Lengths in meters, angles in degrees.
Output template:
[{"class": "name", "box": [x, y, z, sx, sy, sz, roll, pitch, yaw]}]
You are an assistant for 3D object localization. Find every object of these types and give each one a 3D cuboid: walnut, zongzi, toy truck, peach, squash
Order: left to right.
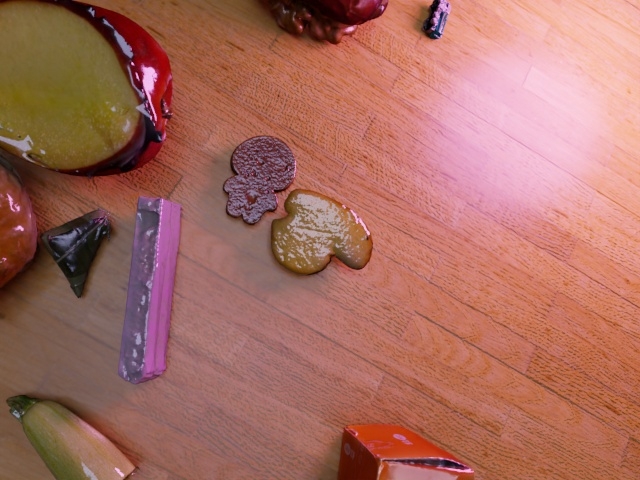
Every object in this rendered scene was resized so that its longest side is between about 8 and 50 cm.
[{"class": "squash", "box": [-0.388, 0.309, 0.691, 0.224, 0.094, 0.094, 40, 75, 6]}, {"class": "peach", "box": [-0.401, -0.241, 0.736, 0.361, 0.201, 0.258, 6, 105, 0]}, {"class": "zongzi", "box": [-0.383, 0.018, 0.764, 0.109, 0.055, 0.119, -33, 105, -27]}, {"class": "walnut", "box": [0.009, -0.505, 0.866, 0.269, 0.222, 0.244, 30, 107, -12]}, {"class": "toy truck", "box": [0.252, -0.477, 0.983, 0.044, 0.039, 0.083, 25, 76, -22]}]

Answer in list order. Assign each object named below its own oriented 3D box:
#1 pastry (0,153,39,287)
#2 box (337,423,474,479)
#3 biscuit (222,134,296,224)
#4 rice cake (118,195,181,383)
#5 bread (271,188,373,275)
[{"class": "pastry", "box": [-0.584, -0.020, 0.641, 0.329, 0.136, 0.330, -5, 102, -23]}, {"class": "box", "box": [0.103, 0.468, 0.672, 0.143, 0.225, 0.342, 11, 78, -7]}, {"class": "biscuit", "box": [-0.116, -0.115, 0.847, 0.124, 0.026, 0.175, 25, 75, -4]}, {"class": "rice cake", "box": [-0.273, 0.073, 0.740, 0.050, 0.106, 0.298, 2, 79, -1]}, {"class": "bread", "box": [0.000, 0.000, 0.833, 0.187, 0.065, 0.150, 28, 86, -7]}]
